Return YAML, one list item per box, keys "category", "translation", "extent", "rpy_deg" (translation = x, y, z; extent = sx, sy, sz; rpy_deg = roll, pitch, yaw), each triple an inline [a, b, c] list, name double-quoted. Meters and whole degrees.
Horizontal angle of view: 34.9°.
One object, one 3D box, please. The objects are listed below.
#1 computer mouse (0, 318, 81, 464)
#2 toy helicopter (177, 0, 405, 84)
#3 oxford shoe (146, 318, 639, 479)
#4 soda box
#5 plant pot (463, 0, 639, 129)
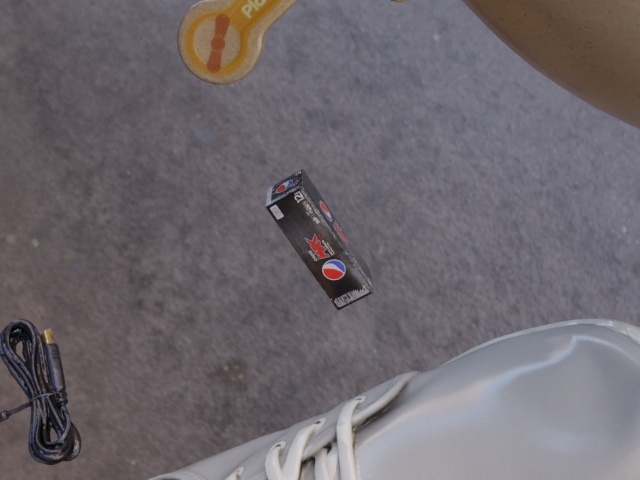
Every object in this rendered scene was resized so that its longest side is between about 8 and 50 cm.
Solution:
- category: "computer mouse"
  translation: [-0.251, 0.133, 0.693]
  extent: [0.193, 0.042, 0.106]
  rpy_deg: [-29, 67, 19]
- category: "toy helicopter"
  translation: [-0.012, -0.292, 0.931]
  extent: [0.355, 0.235, 0.140]
  rpy_deg: [-43, 9, 17]
- category: "oxford shoe"
  translation: [0.012, 0.171, 0.624]
  extent: [0.449, 0.130, 0.169]
  rpy_deg: [-29, 52, 32]
- category: "soda box"
  translation: [0.000, 0.000, 1.242]
  extent: [0.053, 0.169, 0.060]
  rpy_deg: [-28, 23, 13]
- category: "plant pot"
  translation: [0.129, -0.195, 0.422]
  extent: [0.191, 0.284, 0.284]
  rpy_deg: [11, 53, -25]
